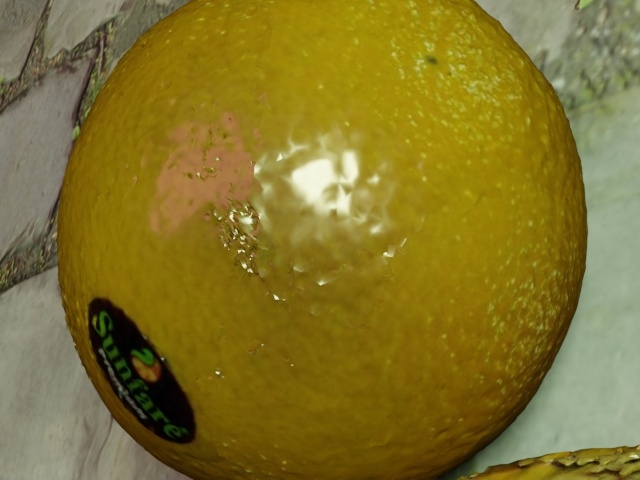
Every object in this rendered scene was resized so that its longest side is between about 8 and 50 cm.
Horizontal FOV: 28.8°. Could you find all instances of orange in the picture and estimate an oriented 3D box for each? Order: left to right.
[{"bbox_3d":[0.000,0.000,0.622,0.274,0.274,0.274,-36,42,40],"label":"orange"}]

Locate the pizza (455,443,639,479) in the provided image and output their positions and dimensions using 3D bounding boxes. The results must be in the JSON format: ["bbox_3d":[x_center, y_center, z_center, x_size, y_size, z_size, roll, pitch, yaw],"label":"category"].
[{"bbox_3d":[0.062,0.280,0.464,0.440,0.130,0.406,-33,42,43],"label":"pizza"}]
